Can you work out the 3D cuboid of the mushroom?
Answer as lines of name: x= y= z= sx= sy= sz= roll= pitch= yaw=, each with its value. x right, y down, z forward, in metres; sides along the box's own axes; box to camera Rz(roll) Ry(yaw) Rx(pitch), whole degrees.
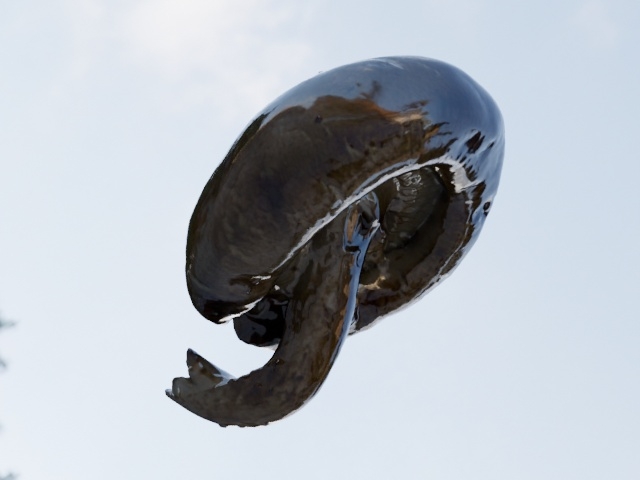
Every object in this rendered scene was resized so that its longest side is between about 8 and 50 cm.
mushroom: x=-0.001 y=-0.001 z=0.688 sx=0.080 sy=0.135 sz=0.170 roll=40 pitch=-88 yaw=35
